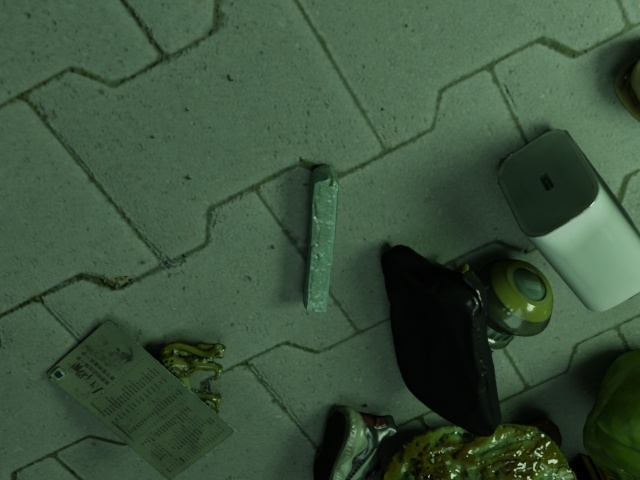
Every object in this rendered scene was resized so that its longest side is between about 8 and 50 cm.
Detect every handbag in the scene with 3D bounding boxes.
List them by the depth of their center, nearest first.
[{"bbox_3d":[0.185,0.148,1.676,0.075,0.192,0.332,-36,134,-28],"label":"handbag"}]

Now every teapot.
[{"bbox_3d":[0.266,0.089,1.679,0.166,0.130,0.119,25,134,-15],"label":"teapot"}]

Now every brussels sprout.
[{"bbox_3d":[0.574,0.310,1.793,0.247,0.328,0.328,-49,123,-1],"label":"brussels sprout"}]

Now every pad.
[{"bbox_3d":[-0.277,0.250,1.708,0.265,0.009,0.159,44,115,-13],"label":"pad"}]

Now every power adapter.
[{"bbox_3d":[0.376,-0.009,1.576,0.124,0.187,0.255,-33,127,16],"label":"power adapter"}]

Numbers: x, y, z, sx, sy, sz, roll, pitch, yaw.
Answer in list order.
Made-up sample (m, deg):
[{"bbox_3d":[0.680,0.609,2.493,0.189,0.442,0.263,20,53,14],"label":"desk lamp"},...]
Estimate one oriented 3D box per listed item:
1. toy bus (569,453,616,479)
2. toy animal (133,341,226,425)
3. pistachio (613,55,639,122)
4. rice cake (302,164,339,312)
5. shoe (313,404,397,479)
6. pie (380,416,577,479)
[{"bbox_3d":[0.509,0.539,1.935,0.123,0.335,0.121,19,122,-29],"label":"toy bus"},{"bbox_3d":[-0.218,0.211,1.714,0.136,0.073,0.181,7,130,-3],"label":"toy animal"},{"bbox_3d":[0.510,-0.196,1.504,0.226,0.136,0.136,12,125,-10],"label":"pistachio"},{"bbox_3d":[0.000,0.000,1.603,0.042,0.045,0.245,-1,128,-6],"label":"rice cake"},{"bbox_3d":[0.057,0.372,1.877,0.112,0.099,0.227,-1,127,-19],"label":"shoe"},{"bbox_3d":[0.272,0.508,1.815,0.395,0.418,0.180,-10,156,-2],"label":"pie"}]
